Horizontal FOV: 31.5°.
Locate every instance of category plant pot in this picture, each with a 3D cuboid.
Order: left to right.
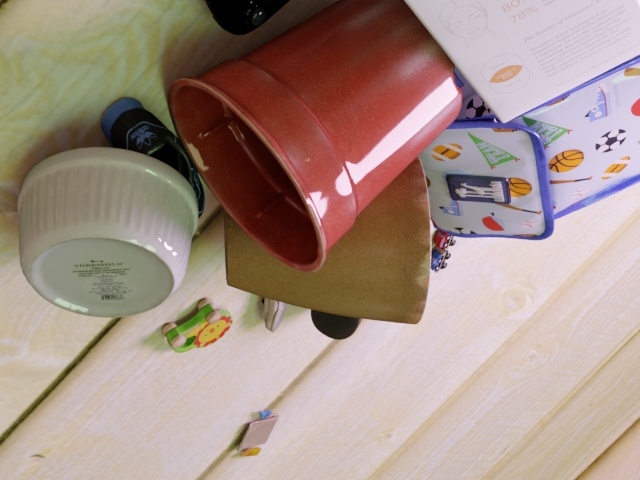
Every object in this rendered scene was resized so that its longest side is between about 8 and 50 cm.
[{"bbox_3d":[0.000,0.000,1.519,0.254,0.237,0.237,-2,137,-6],"label":"plant pot"},{"bbox_3d":[0.008,-0.147,1.350,0.265,0.272,0.272,-38,147,-19],"label":"plant pot"}]

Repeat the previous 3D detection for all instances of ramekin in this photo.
[{"bbox_3d":[-0.243,0.000,1.291,0.207,0.109,0.207,-2,144,-1],"label":"ramekin"}]

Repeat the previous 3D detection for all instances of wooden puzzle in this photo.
[{"bbox_3d":[-0.110,0.335,1.979,0.078,0.014,0.116,-2,130,-50],"label":"wooden puzzle"}]

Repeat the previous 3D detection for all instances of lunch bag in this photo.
[{"bbox_3d":[0.306,-0.174,1.641,0.385,0.239,0.328,-24,146,2],"label":"lunch bag"}]

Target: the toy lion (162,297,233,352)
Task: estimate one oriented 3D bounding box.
[{"bbox_3d":[-0.176,0.132,1.670,0.100,0.034,0.096,-34,154,-11],"label":"toy lion"}]

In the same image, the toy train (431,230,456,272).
[{"bbox_3d":[0.210,-0.005,1.908,0.036,0.027,0.158,-14,138,-30],"label":"toy train"}]

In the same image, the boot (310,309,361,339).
[{"bbox_3d":[0.066,-0.002,1.731,0.115,0.112,0.305,-47,160,-59],"label":"boot"}]

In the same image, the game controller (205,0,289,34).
[{"bbox_3d":[-0.081,-0.358,1.174,0.166,0.067,0.319,-36,147,-9],"label":"game controller"}]

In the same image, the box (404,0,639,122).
[{"bbox_3d":[0.209,-0.320,1.270,0.215,0.168,0.345,-26,144,19],"label":"box"}]

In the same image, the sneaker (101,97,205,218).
[{"bbox_3d":[-0.186,-0.072,1.368,0.081,0.090,0.232,-39,146,-5],"label":"sneaker"}]

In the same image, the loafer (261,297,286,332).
[{"bbox_3d":[-0.071,0.087,1.723,0.045,0.039,0.125,-57,168,-46],"label":"loafer"}]
